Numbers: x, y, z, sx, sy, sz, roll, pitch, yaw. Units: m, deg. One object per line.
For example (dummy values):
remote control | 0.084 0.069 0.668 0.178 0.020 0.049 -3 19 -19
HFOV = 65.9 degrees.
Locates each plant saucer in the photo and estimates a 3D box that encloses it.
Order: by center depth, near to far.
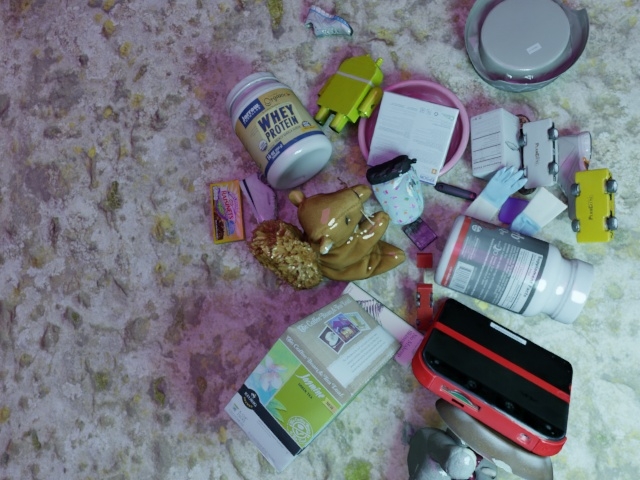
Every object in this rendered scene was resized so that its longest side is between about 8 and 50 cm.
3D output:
plant saucer | 0.434 0.470 1.221 0.310 0.310 0.050 29 97 16
plant saucer | 0.284 -0.326 1.520 0.331 0.084 0.333 -2 80 12

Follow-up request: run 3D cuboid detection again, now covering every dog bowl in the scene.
dog bowl | 0.611 -0.609 1.492 0.348 0.102 0.349 -2 80 12

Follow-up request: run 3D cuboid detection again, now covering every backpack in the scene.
backpack | 0.223 -0.137 1.420 0.151 0.115 0.182 -15 117 31

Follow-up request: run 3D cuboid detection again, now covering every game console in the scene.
game console | 0.448 0.331 1.267 0.386 0.342 0.060 29 124 15

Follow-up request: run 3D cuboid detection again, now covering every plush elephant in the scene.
plush elephant | 0.359 0.596 1.260 0.255 0.330 0.272 19 98 -8

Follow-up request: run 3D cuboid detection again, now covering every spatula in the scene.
spatula | 0.482 -0.118 1.465 0.296 0.030 0.084 22 84 15

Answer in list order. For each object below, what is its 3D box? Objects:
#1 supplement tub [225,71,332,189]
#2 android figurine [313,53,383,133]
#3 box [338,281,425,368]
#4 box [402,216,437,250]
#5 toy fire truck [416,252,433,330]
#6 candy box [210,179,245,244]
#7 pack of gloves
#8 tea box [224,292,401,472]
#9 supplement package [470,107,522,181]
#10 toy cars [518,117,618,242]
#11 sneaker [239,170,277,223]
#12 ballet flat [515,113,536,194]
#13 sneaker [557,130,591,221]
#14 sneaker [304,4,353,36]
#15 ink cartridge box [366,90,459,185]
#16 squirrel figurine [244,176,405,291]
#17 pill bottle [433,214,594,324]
supplement tub | -0.135 -0.342 1.538 0.228 0.228 0.316 -36 75 4
android figurine | 0.093 -0.470 1.554 0.248 0.056 0.273 33 89 43
box | 0.170 0.244 1.433 0.275 0.094 0.113 35 89 16
box | 0.301 -0.020 1.492 0.067 0.018 0.083 -41 74 2
toy fire truck | 0.300 0.146 1.420 0.047 0.135 0.192 0 113 12
candy box | -0.307 -0.095 1.633 0.105 0.027 0.206 -8 78 7
pack of gloves | 0.541 -0.089 1.387 0.195 0.232 0.046 43 47 14
tea box | -0.011 0.351 1.284 0.220 0.329 0.324 43 116 16
supplement package | 0.509 -0.273 1.431 0.105 0.105 0.180 -10 75 47
toy cars | 0.665 -0.161 1.322 0.176 0.087 0.394 -54 51 32
sneaker | -0.177 -0.114 1.582 0.094 0.090 0.235 -26 77 -3
ballet flat | 0.599 -0.258 1.451 0.084 0.058 0.250 -2 79 11
sneaker | 0.701 -0.180 1.407 0.120 0.099 0.263 1 75 24
sneaker | 0.025 -0.715 1.662 0.190 0.071 0.083 33 94 24
ink cartridge box | 0.264 -0.297 1.434 0.223 0.045 0.224 20 112 15
squirrel figurine | 0.000 0.000 1.365 0.396 0.370 0.281 -29 76 10
pill bottle | 0.509 0.081 1.331 0.362 0.210 0.210 20 85 14
